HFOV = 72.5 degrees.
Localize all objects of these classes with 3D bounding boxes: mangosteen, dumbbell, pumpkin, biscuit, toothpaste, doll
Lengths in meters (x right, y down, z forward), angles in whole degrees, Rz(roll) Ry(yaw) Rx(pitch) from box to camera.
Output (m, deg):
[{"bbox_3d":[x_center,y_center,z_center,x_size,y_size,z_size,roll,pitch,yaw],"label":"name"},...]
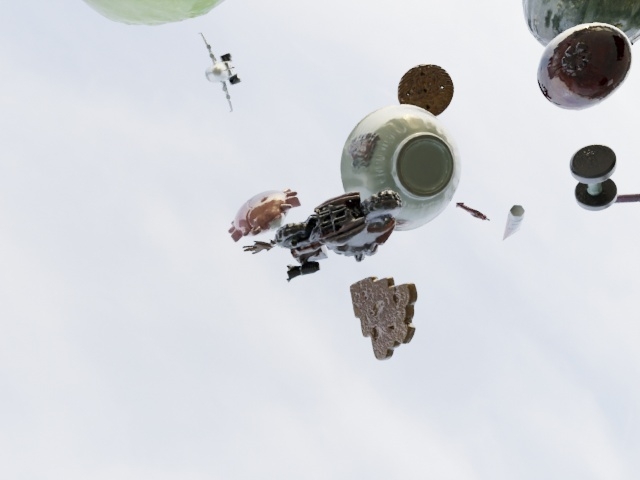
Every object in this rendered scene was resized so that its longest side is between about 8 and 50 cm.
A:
[{"bbox_3d":[0.253,-0.167,0.422,0.081,0.081,0.080,1,-94,-15],"label":"mangosteen"},{"bbox_3d":[0.698,-0.157,1.115,0.191,0.100,0.100,36,-105,-49],"label":"dumbbell"},{"bbox_3d":[0.637,-0.572,0.995,0.328,0.257,0.291,1,-133,9],"label":"pumpkin"},{"bbox_3d":[0.350,-0.497,1.451,0.188,0.027,0.187,0,-91,8],"label":"biscuit"},{"bbox_3d":[0.579,-0.049,1.310,0.067,0.194,0.042,-36,-117,3],"label":"toothpaste"},{"bbox_3d":[0.194,0.215,1.398,0.043,0.301,0.278,6,-64,-37],"label":"biscuit"},{"bbox_3d":[-0.154,-0.077,1.171,0.211,0.262,0.093,-27,-68,7],"label":"doll"}]

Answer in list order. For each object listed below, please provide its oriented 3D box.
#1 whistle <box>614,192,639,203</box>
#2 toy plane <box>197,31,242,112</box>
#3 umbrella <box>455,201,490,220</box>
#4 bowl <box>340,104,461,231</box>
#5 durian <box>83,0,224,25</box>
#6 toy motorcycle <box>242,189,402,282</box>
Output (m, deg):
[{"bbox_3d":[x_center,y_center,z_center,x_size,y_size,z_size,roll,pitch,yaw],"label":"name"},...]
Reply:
[{"bbox_3d":[1.020,-0.140,1.449,0.177,0.033,0.033,-3,-93,-5],"label":"whistle"},{"bbox_3d":[-0.307,-0.522,1.348,0.101,0.255,0.250,-22,-67,-4],"label":"toy plane"},{"bbox_3d":[0.487,-0.089,1.389,0.165,0.027,0.025,21,-86,-29],"label":"umbrella"},{"bbox_3d":[0.229,-0.183,1.090,0.338,0.157,0.336,-1,-84,-12],"label":"bowl"},{"bbox_3d":[-0.159,-0.351,0.438,0.205,0.340,0.255,-7,-117,-43],"label":"durian"},{"bbox_3d":[0.000,0.000,0.990,0.401,0.207,0.134,-19,-118,13],"label":"toy motorcycle"}]
